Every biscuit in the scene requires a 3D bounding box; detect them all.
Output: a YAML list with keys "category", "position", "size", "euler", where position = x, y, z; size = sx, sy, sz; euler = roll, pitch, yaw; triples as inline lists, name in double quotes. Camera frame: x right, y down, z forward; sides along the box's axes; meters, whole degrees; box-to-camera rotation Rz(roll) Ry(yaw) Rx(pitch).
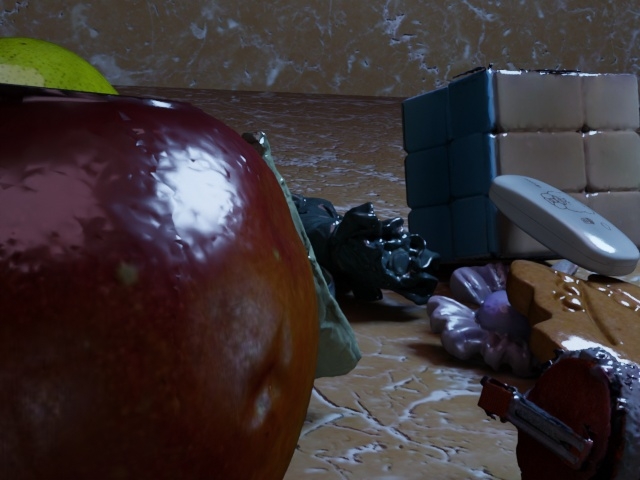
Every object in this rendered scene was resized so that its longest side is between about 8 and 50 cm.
- category: "biscuit"
  position: [0.328, 0.097, 1.127]
  size: [0.306, 0.043, 0.284]
  euler: [0, 30, -36]

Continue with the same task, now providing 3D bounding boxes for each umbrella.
- category: "umbrella"
  position: [0.000, -0.003, 1.398]
  size: [0.094, 0.143, 0.349]
  euler: [-47, 28, -20]

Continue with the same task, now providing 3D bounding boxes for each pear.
- category: "pear"
  position: [-0.347, -0.101, 1.370]
  size: [0.294, 0.294, 0.294]
  euler: [4, 14, -1]

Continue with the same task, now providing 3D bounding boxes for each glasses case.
- category: "glasses case"
  position: [0.257, -0.018, 1.243]
  size: [0.074, 0.049, 0.193]
  euler: [0, 29, -37]

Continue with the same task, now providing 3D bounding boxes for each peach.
- category: "peach"
  position: [-0.170, 0.053, 0.743]
  size: [0.335, 0.310, 0.406]
  euler: [13, 15, 20]

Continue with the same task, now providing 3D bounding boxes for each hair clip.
- category: "hair clip"
  position: [0.235, 0.069, 1.265]
  size: [0.173, 0.069, 0.300]
  euler: [19, 18, 25]

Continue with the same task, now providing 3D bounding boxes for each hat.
- category: "hat"
  position: [0.249, 0.163, 0.896]
  size: [0.227, 0.129, 0.140]
  euler: [18, -16, -22]

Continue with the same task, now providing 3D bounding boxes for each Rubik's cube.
- category: "Rubik's cube"
  position: [0.249, -0.087, 1.461]
  size: [0.221, 0.225, 0.231]
  euler: [-2, -2, -23]

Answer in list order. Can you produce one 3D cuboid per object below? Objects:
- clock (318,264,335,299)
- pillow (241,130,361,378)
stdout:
- category: "clock"
  position: [-0.093, 0.056, 1.267]
  size: [0.226, 0.049, 0.226]
  euler: [3, 15, -1]
- category: "pillow"
  position: [-0.127, 0.012, 0.981]
  size: [0.280, 0.274, 0.076]
  euler: [0, 46, 24]
